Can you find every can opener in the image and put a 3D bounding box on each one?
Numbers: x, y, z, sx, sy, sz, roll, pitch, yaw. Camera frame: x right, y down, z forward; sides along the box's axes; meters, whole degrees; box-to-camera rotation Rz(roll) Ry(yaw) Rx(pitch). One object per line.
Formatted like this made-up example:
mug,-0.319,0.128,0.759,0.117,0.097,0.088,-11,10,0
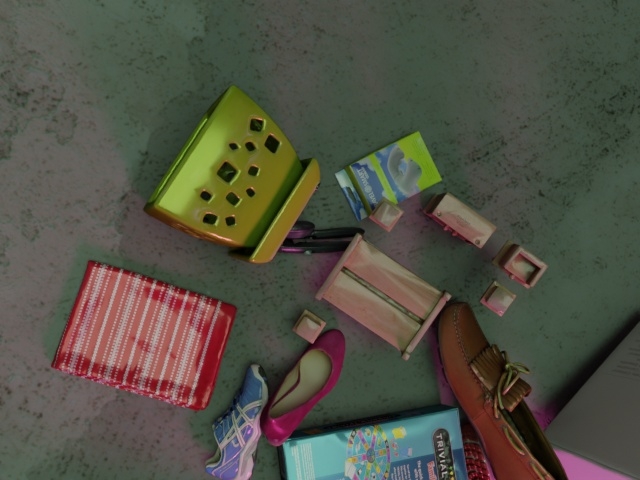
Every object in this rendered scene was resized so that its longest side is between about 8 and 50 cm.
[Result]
can opener,0.000,0.000,1.143,0.186,0.073,0.059,5,80,-22

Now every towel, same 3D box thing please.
towel,-0.299,0.168,1.080,0.274,0.031,0.199,19,84,-12

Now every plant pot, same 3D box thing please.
plant pot,-0.141,-0.090,1.030,0.207,0.228,0.227,34,81,-16

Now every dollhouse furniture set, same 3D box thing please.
dollhouse furniture set,0.177,0.097,1.146,0.303,0.174,0.356,35,96,3

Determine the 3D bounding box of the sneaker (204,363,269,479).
sneaker,-0.143,0.320,1.087,0.081,0.080,0.211,14,85,-15

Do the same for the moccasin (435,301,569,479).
moccasin,0.331,0.287,1.133,0.139,0.147,0.380,-2,66,-48

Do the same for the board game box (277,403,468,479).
board game box,0.102,0.456,1.129,0.335,0.079,0.254,-6,83,-15

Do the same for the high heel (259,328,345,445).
high heel,-0.025,0.234,1.072,0.082,0.117,0.244,32,60,17

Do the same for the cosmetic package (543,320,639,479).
cosmetic package,0.695,0.382,1.126,0.393,0.327,0.330,-39,104,-18

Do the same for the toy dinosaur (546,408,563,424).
toy dinosaur,0.484,0.374,1.244,0.047,0.090,0.082,51,43,2

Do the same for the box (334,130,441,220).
box,0.130,-0.122,1.183,0.178,0.042,0.109,-28,95,-13

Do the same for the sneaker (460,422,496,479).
sneaker,0.331,0.455,1.207,0.092,0.088,0.225,-26,93,-36
